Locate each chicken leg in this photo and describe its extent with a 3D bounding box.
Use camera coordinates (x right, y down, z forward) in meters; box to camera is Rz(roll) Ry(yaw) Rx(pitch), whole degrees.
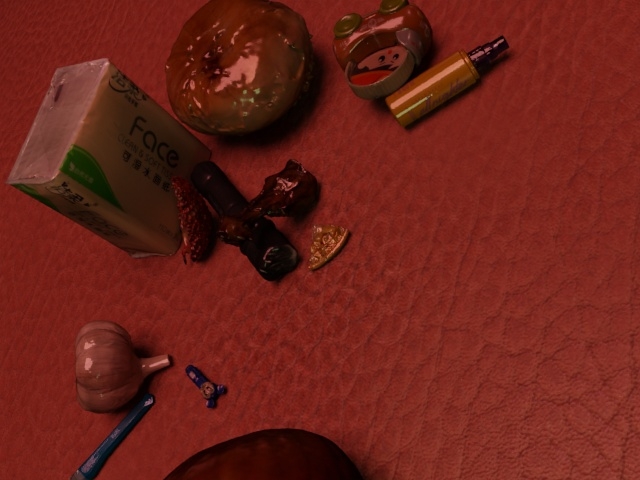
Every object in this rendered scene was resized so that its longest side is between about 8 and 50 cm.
[{"bbox_3d":[-0.117,-0.074,1.461,0.113,0.093,0.304,40,46,12],"label":"chicken leg"}]

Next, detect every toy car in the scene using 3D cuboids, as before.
[{"bbox_3d":[0.141,-0.407,1.505,0.235,0.145,0.235,-18,50,23],"label":"toy car"}]

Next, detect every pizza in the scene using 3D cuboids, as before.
[{"bbox_3d":[0.000,0.000,1.465,0.123,0.026,0.108,-46,47,5],"label":"pizza"}]

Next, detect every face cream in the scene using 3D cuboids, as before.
[{"bbox_3d":[0.271,-0.344,1.439,0.273,0.078,0.078,-31,52,16],"label":"face cream"}]

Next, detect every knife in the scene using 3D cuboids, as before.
[{"bbox_3d":[-0.474,0.462,1.528,0.296,0.026,0.044,-48,52,-1],"label":"knife"}]

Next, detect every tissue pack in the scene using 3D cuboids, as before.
[{"bbox_3d":[-0.490,-0.185,1.651,0.205,0.405,0.331,2,66,31],"label":"tissue pack"}]

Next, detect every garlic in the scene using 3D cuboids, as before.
[{"bbox_3d":[-0.447,0.288,1.539,0.212,0.218,0.218,-2,54,-14],"label":"garlic"}]

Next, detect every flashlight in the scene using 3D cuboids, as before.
[{"bbox_3d":[-0.255,0.306,1.458,0.121,0.035,0.057,34,87,41],"label":"flashlight"},{"bbox_3d":[-0.193,-0.062,1.583,0.103,0.103,0.424,-47,49,3],"label":"flashlight"}]

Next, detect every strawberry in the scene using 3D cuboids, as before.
[{"bbox_3d":[-0.296,-0.054,1.603,0.087,0.208,0.167,-10,61,-12],"label":"strawberry"}]

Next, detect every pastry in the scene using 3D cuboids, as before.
[{"bbox_3d":[-0.196,-0.428,1.689,0.410,0.245,0.409,-15,61,28],"label":"pastry"}]

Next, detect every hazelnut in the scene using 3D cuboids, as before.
[{"bbox_3d":[-0.106,0.484,1.071,0.421,0.352,0.421,-33,16,11],"label":"hazelnut"}]
